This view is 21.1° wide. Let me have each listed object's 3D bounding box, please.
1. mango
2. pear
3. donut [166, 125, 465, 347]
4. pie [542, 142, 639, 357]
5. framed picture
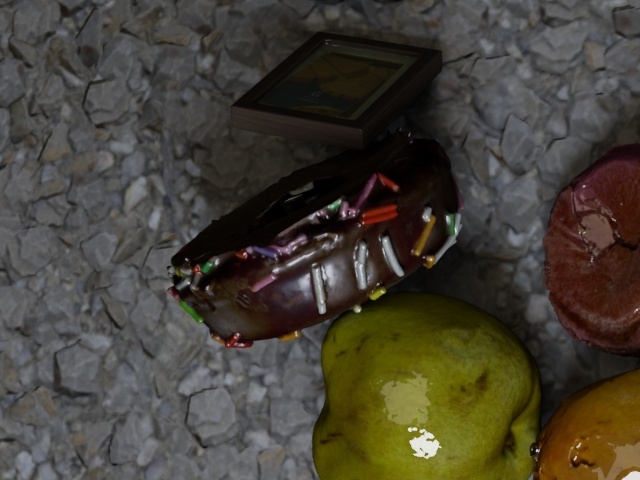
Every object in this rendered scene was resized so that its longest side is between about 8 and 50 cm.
[{"bbox_3d":[0.291,0.166,1.362,0.248,0.156,0.151,-17,47,-2],"label":"mango"},{"bbox_3d":[0.087,0.136,1.421,0.200,0.200,0.200,-4,79,21],"label":"pear"},{"bbox_3d":[0.000,0.000,1.448,0.269,0.270,0.103,-26,102,16],"label":"donut"},{"bbox_3d":[0.257,0.008,1.415,0.182,0.049,0.182,-13,73,48],"label":"pie"},{"bbox_3d":[0.016,-0.134,1.513,0.127,0.168,0.023,11,124,25],"label":"framed picture"}]
